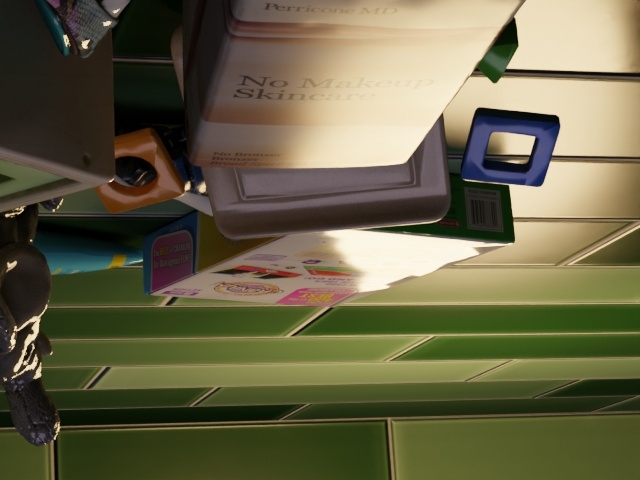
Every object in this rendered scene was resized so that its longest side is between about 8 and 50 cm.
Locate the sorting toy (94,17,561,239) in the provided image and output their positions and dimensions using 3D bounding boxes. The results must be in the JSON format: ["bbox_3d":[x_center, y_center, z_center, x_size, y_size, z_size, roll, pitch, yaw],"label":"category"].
[{"bbox_3d":[-0.004,-0.091,1.203,0.347,0.047,0.196,-5,134,5],"label":"sorting toy"}]

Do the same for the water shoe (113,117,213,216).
[{"bbox_3d":[-0.116,-0.076,1.352,0.080,0.073,0.203,-43,147,27],"label":"water shoe"}]

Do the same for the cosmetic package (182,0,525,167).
[{"bbox_3d":[0.008,-0.141,0.935,0.153,0.129,0.296,-1,166,-8],"label":"cosmetic package"}]

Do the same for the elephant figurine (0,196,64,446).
[{"bbox_3d":[-0.284,0.043,1.386,0.186,0.239,0.169,4,165,-28],"label":"elephant figurine"}]

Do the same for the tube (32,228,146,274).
[{"bbox_3d":[-0.260,0.014,1.703,0.080,0.052,0.207,2,178,42],"label":"tube"}]

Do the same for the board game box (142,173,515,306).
[{"bbox_3d":[0.000,0.000,1.664,0.242,0.064,0.316,5,164,-34],"label":"board game box"}]

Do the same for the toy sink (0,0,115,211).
[{"bbox_3d":[-0.272,-0.082,1.100,0.234,0.131,0.153,-12,164,32],"label":"toy sink"}]

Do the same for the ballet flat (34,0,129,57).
[{"bbox_3d":[-0.143,-0.164,0.947,0.079,0.077,0.221,-30,165,-1],"label":"ballet flat"}]
